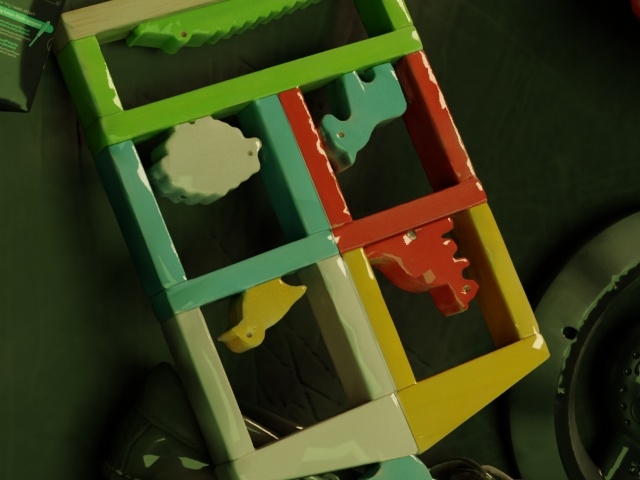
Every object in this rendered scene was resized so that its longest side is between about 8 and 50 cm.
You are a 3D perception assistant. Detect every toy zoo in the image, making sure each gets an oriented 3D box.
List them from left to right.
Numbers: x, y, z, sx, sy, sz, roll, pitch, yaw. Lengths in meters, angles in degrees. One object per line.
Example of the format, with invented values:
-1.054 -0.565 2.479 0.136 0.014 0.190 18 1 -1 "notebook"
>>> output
0.000 0.000 0.866 0.192 0.030 0.293 -20 86 -27 "toy zoo"

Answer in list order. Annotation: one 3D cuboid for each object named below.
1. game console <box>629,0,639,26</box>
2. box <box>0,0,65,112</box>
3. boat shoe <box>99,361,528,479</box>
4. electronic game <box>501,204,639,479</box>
0.364 -0.203 1.061 0.387 0.060 0.342 26 75 -29 "game console"
-0.157 -0.108 0.803 0.052 0.062 0.083 18 86 -28 "box"
0.043 0.144 0.917 0.335 0.112 0.095 15 93 -26 "boat shoe"
0.214 0.086 1.041 0.229 0.048 0.229 -5 104 -22 "electronic game"
